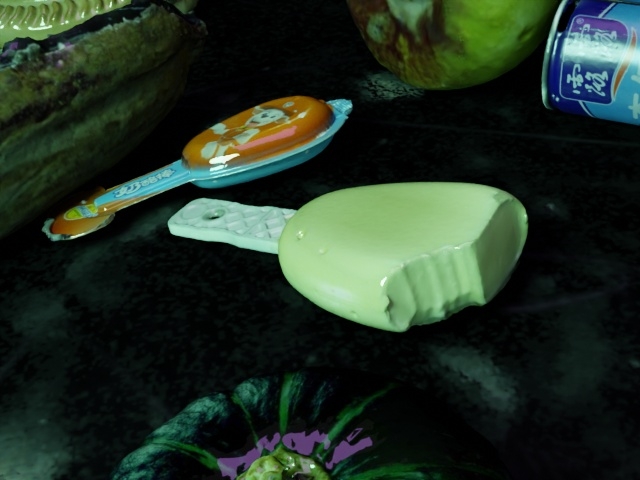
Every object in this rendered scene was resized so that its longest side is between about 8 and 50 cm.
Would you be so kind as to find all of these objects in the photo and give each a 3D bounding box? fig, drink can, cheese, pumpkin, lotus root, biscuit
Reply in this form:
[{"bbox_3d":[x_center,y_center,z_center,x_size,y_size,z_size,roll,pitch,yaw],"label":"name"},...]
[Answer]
[{"bbox_3d":[0.113,-0.211,0.810,0.181,0.181,0.191,10,17,22],"label":"fig"},{"bbox_3d":[0.290,-0.122,0.728,0.235,0.097,0.097,14,43,24],"label":"drink can"},{"bbox_3d":[-0.089,-0.059,0.752,0.256,0.037,0.106,-23,25,-13],"label":"cheese"},{"bbox_3d":[-0.006,0.138,0.407,0.202,0.140,0.202,-5,35,4],"label":"pumpkin"},{"bbox_3d":[-0.201,-0.069,0.723,0.329,0.167,0.078,-36,76,-30],"label":"lotus root"},{"bbox_3d":[-0.244,-0.250,0.996,0.259,0.079,0.259,-6,38,5],"label":"biscuit"},{"bbox_3d":[0.000,0.000,0.657,0.255,0.050,0.127,7,38,34],"label":"cheese"}]
